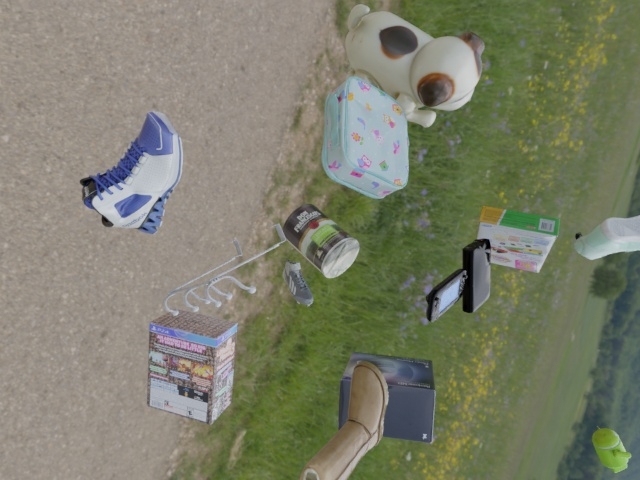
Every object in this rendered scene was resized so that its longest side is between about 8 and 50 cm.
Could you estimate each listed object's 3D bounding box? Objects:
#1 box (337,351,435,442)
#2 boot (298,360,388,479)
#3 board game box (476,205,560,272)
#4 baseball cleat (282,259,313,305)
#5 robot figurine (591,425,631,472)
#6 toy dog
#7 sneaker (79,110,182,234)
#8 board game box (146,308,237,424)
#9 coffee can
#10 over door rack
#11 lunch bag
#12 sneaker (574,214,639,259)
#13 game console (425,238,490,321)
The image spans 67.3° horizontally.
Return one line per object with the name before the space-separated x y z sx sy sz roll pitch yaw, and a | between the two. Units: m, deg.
box | 0.228 0.510 1.608 0.294 0.297 0.182 -25 118 -78
boot | 0.054 0.427 1.054 0.270 0.089 0.235 -24 112 -53
board game box | 0.669 0.002 1.680 0.316 0.243 0.064 65 41 -62
baseball cleat | -0.087 0.148 1.777 0.072 0.206 0.109 -13 128 -29
robot figurine | 0.764 0.550 1.269 0.101 0.067 0.115 -71 135 -86
toy dog | 0.290 -0.526 1.422 0.284 0.408 0.395 -44 140 -13
sneaker | -0.443 -0.136 1.105 0.182 0.127 0.315 -6 135 -43
board game box | -0.405 0.392 1.520 0.141 0.232 0.290 -32 130 -70
coffee can | 0.000 0.000 2.043 0.202 0.275 0.201 -32 144 -26
over door rack | -0.254 0.095 1.350 0.324 0.240 0.108 -46 111 -43
lunch bag | 0.108 -0.258 1.201 0.224 0.108 0.278 17 62 -30
sneaker | 0.843 0.000 1.362 0.151 0.256 0.094 128 -38 -57
game console | 0.416 0.143 1.432 0.362 0.044 0.212 -26 117 -42
